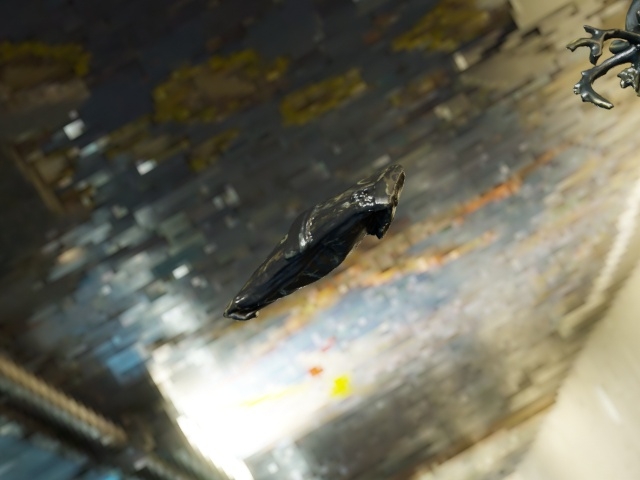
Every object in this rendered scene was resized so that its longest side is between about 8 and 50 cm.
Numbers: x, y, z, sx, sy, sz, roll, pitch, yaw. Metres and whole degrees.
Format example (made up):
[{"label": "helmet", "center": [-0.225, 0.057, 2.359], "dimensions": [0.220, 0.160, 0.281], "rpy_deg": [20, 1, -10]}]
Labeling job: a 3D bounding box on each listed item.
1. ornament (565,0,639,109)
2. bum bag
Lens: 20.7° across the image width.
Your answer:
[{"label": "ornament", "center": [0.280, -0.240, 1.767], "dimensions": [0.202, 0.236, 0.080], "rpy_deg": [21, 145, 8]}, {"label": "bum bag", "center": [0.000, -0.001, 1.792], "dimensions": [0.069, 0.248, 0.102], "rpy_deg": [45, -152, -19]}]
